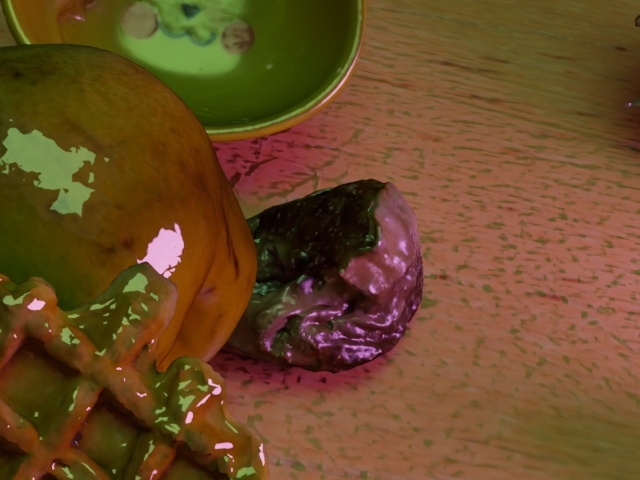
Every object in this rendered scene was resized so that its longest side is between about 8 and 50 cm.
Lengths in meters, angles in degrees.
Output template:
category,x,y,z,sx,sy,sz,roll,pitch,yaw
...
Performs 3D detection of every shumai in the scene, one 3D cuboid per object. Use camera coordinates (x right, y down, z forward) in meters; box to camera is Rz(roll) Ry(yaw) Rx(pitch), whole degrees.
category,x,y,z,sx,sy,sz,roll,pitch,yaw
shumai,0.003,0.004,0.693,0.123,0.105,0.139,32,21,24

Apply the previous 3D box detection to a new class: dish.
category,x,y,z,sx,sy,sz,roll,pitch,yaw
dish,-0.083,-0.180,0.798,0.221,0.108,0.262,9,78,-9

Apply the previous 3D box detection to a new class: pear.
category,x,y,z,sx,sy,sz,roll,pitch,yaw
pear,-0.131,0.001,0.583,0.200,0.200,0.200,7,43,-7

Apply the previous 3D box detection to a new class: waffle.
category,x,y,z,sx,sy,sz,roll,pitch,yaw
waffle,-0.130,0.122,0.453,0.243,0.237,0.059,-8,4,-20

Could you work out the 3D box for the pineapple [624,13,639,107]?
category,x,y,z,sx,sy,sz,roll,pitch,yaw
pineapple,0.365,-0.126,0.894,0.286,0.209,0.344,6,61,-52
